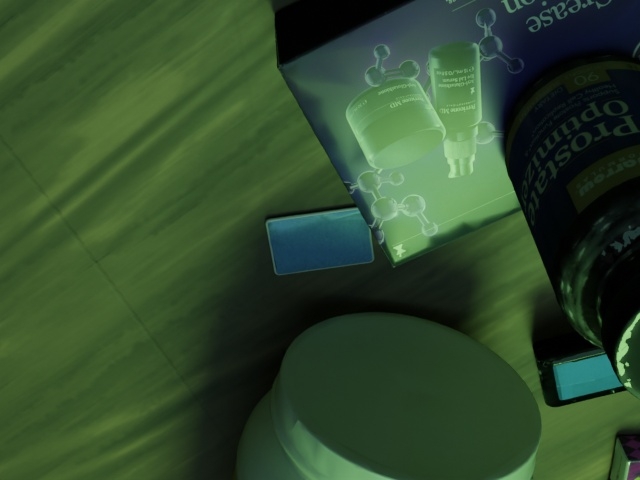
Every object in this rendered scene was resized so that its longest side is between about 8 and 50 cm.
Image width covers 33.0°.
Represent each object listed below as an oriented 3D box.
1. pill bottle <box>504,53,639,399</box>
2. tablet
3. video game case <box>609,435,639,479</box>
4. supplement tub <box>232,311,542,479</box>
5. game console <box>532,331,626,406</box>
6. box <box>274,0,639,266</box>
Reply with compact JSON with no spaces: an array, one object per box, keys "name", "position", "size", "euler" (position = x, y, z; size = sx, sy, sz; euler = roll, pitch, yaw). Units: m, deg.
[{"name":"pill bottle","position":[0.188,-0.010,0.637],"size":[0.122,0.219,0.123],"euler":[-2,125,-3]},{"name":"tablet","position":[0.000,0.000,0.876],"size":[0.083,0.006,0.054],"euler":[-8,121,1]},{"name":"video game case","position":[0.389,0.277,1.045],"size":[0.232,0.042,0.210],"euler":[0,120,-2]},{"name":"supplement tub","position":[0.037,0.251,0.896],"size":[0.240,0.241,0.331],"euler":[9,121,-8]},{"name":"game console","position":[0.249,0.108,0.920],"size":[0.122,0.107,0.071],"euler":[-15,93,6]},{"name":"box","position":[0.124,-0.123,0.753],"size":[0.261,0.103,0.184],"euler":[-25,122,12]}]
